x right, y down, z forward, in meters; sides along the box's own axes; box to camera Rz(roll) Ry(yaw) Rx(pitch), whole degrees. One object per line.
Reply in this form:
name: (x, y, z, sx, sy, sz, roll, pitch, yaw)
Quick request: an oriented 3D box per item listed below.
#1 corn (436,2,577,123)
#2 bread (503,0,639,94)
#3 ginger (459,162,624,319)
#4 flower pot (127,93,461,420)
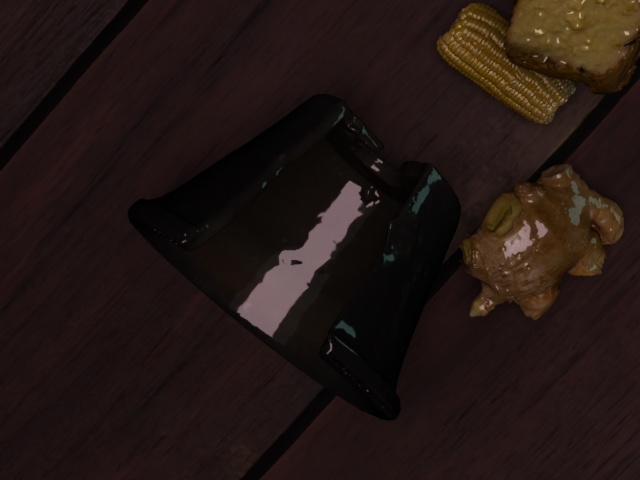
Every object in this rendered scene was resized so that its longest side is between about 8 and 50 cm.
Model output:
corn: (0.219, -0.206, 1.670, 0.165, 0.063, 0.085, 39, 77, -3)
bread: (0.304, -0.271, 1.603, 0.160, 0.147, 0.261, 11, 71, 10)
ginger: (0.249, 0.009, 1.687, 0.216, 0.102, 0.157, -47, 120, 6)
flower pot: (0.000, 0.000, 1.622, 0.379, 0.379, 0.251, 37, 80, -2)
